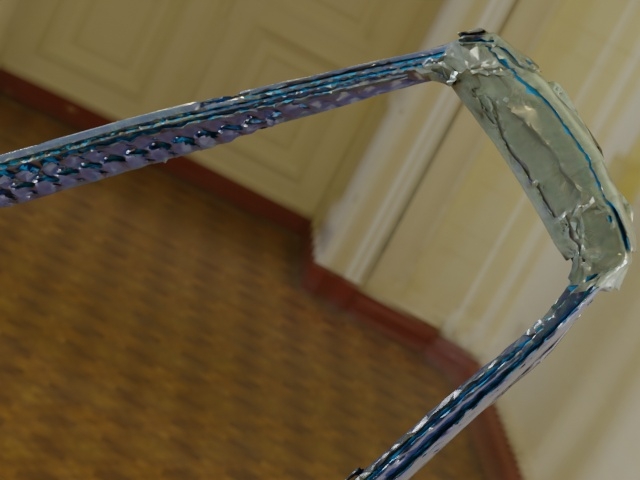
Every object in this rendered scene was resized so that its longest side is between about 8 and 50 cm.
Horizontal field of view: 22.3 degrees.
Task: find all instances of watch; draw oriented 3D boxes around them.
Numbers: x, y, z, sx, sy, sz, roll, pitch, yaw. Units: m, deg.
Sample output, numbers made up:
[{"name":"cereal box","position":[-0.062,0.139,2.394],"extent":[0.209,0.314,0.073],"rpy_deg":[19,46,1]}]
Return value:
[{"name":"watch","position":[-0.003,-0.013,0.838],"extent":[0.276,0.274,0.068],"rpy_deg":[50,12,7]}]
